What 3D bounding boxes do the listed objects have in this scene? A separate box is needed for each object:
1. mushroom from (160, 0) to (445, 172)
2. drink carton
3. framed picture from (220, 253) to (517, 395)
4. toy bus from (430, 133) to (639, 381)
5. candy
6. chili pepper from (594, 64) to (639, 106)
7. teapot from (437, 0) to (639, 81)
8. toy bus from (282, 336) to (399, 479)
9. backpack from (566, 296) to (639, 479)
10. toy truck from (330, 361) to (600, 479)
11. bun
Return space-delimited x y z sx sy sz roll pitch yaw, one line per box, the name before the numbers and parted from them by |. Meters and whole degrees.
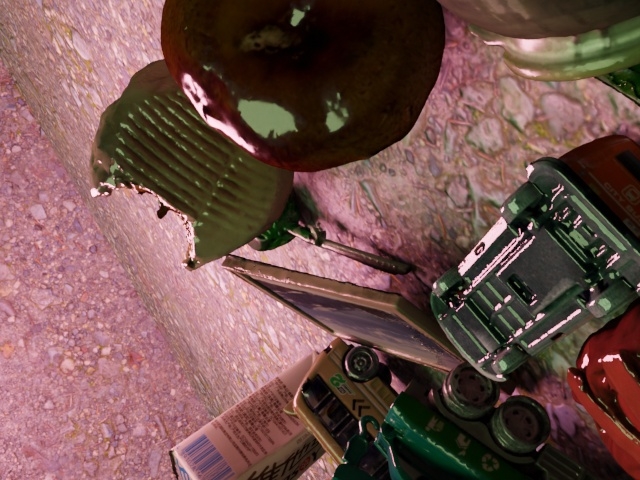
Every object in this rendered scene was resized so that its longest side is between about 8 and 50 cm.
mushroom | -0.019 -0.202 0.674 0.254 0.267 0.267 -92 -19 -70
drink carton | -0.099 0.377 1.264 0.132 0.324 0.194 42 150 29
framed picture | 0.051 0.101 0.876 0.335 0.022 0.247 10 158 50
toy bus | 0.197 0.024 0.595 0.121 0.119 0.265 51 153 16
candy | 0.001 -0.002 0.987 0.323 0.097 0.097 20 136 40
chili pepper | 0.177 -0.164 0.512 0.227 0.059 0.088 45 156 16
teapot | 0.168 -0.225 0.345 0.239 0.321 0.240 56 -161 -32
toy bus | 0.087 0.285 0.986 0.289 0.157 0.139 46 175 24
backpack | 0.299 0.139 0.515 0.229 0.138 0.229 43 151 31
toy truck | 0.202 0.288 0.750 0.363 0.178 0.177 31 148 14
bun | -0.166 -0.122 0.955 0.205 0.281 0.282 -114 -1 -76
